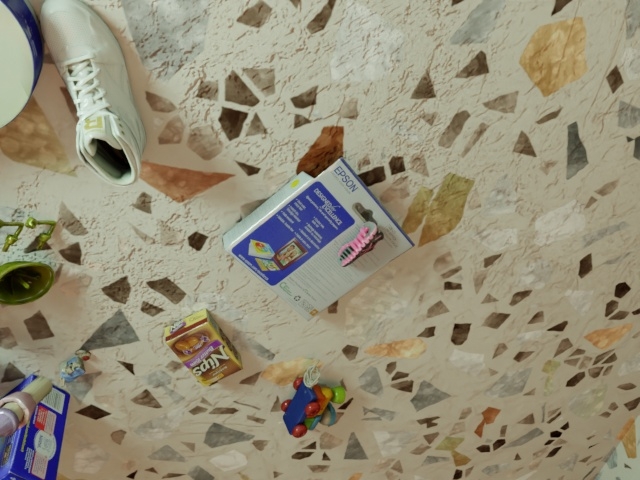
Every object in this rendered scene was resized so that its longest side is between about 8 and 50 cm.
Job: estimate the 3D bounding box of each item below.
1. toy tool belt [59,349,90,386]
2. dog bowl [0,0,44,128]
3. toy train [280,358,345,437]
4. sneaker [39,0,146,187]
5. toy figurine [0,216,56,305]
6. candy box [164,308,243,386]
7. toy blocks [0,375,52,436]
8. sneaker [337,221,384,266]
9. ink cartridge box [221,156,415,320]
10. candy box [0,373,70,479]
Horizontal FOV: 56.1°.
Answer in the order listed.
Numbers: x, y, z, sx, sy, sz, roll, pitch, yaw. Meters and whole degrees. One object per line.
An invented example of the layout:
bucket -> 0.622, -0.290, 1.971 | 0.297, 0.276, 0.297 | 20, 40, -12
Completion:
toy tool belt -> -0.548, 0.289, 1.345 | 0.083, 0.051, 0.052 | -35, 128, 9
dog bowl -> -0.555, -0.288, 0.885 | 0.264, 0.104, 0.265 | -9, 127, -12
toy train -> 0.007, 0.404, 1.579 | 0.143, 0.105, 0.248 | 6, 123, -34
sneaker -> -0.354, -0.226, 0.954 | 0.108, 0.169, 0.293 | -19, 127, -1
toy figurine -> -0.690, 0.027, 1.066 | 0.362, 0.217, 0.191 | -11, 114, -60
candy box -> -0.270, 0.255, 1.407 | 0.109, 0.053, 0.187 | -26, 130, 1
toy blocks -> -0.733, 0.308, 1.111 | 0.308, 0.260, 0.289 | -34, 100, 10
sneaker -> 0.088, 0.016, 1.272 | 0.119, 0.047, 0.057 | -45, 136, 17
ink cartridge box -> 0.000, 0.000, 1.298 | 0.307, 0.072, 0.303 | -38, 126, 8
candy box -> -0.714, 0.492, 1.304 | 0.317, 0.268, 0.122 | -35, 124, 10
